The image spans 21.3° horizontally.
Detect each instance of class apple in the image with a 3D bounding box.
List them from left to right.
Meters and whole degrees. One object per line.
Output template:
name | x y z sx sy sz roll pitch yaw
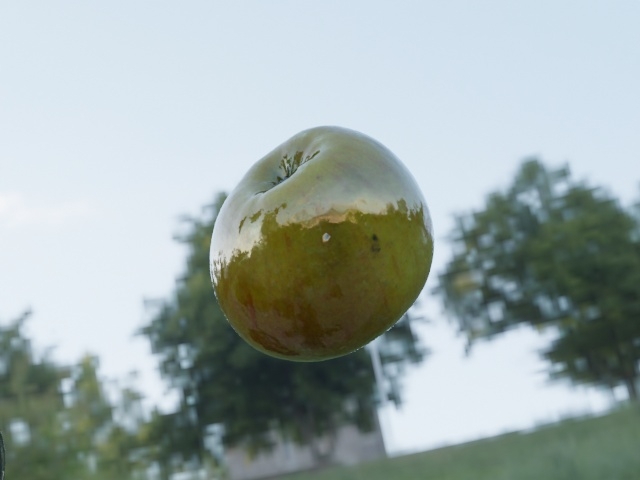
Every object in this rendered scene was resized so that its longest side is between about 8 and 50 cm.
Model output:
apple | 0.000 0.000 1.325 0.182 0.182 0.155 -17 -59 13

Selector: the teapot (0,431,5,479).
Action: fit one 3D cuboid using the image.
teapot | -0.312 0.188 1.283 0.119 0.165 0.130 -4 -35 17
